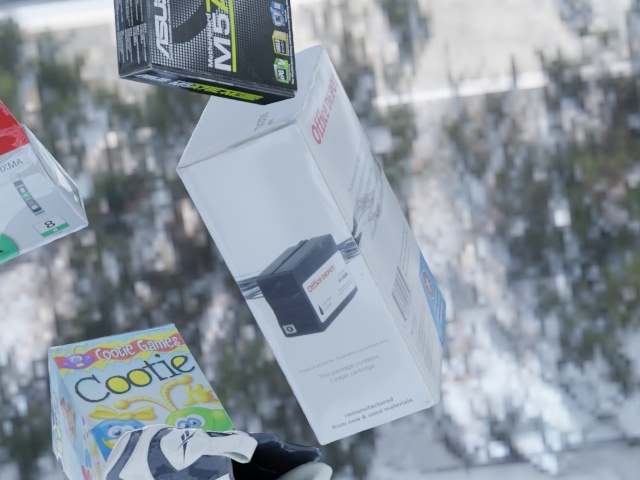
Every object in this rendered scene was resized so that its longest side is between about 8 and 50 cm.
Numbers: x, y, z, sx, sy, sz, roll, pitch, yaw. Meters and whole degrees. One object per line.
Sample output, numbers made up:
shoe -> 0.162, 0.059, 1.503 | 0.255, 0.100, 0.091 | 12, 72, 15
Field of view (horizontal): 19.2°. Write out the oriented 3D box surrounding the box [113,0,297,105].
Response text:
box -> -0.098, -0.218, 1.577 | 0.045, 0.191, 0.184 | -11, 168, 36

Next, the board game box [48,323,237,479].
board game box -> -0.169, 0.226, 1.920 | 0.142, 0.144, 0.275 | -11, -145, -20

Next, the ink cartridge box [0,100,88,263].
ink cartridge box -> -0.347, -0.044, 1.817 | 0.181, 0.056, 0.225 | -23, 153, 5

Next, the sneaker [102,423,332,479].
sneaker -> -0.041, 0.222, 1.415 | 0.153, 0.235, 0.094 | -11, -148, 32

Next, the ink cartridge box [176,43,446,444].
ink cartridge box -> 0.000, 0.000, 1.792 | 0.129, 0.307, 0.223 | -21, -160, 15
